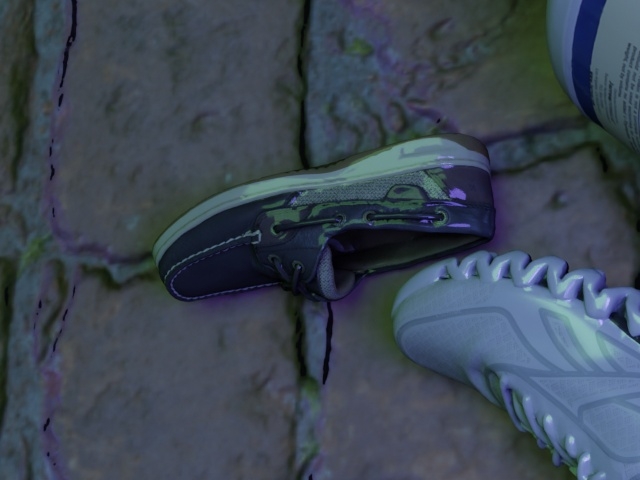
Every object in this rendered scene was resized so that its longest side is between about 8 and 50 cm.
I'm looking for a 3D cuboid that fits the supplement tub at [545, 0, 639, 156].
[{"bbox_3d":[0.298,-0.083,0.911,0.235,0.235,0.325,-49,58,2],"label":"supplement tub"}]

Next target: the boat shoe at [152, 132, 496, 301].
[{"bbox_3d":[0.001,0.000,1.119,0.223,0.080,0.073,-18,59,15],"label":"boat shoe"}]

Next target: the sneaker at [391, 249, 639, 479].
[{"bbox_3d":[0.155,0.089,0.982,0.292,0.110,0.118,16,66,31],"label":"sneaker"}]
